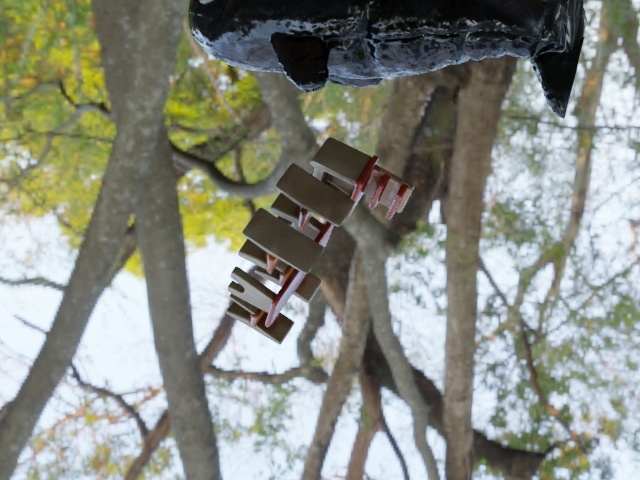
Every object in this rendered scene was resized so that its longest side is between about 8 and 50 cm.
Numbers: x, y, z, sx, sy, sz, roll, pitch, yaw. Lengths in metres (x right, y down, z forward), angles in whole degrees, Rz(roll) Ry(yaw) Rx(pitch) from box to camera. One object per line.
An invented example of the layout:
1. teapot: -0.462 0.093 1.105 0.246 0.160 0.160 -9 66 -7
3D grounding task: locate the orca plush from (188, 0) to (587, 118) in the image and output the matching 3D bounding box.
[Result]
1. orca plush: 0.023 -0.122 0.639 0.287 0.151 0.102 19 -119 13

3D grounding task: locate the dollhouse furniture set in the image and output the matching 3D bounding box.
1. dollhouse furniture set: 0.000 0.000 1.248 0.135 0.262 0.259 31 -117 5
